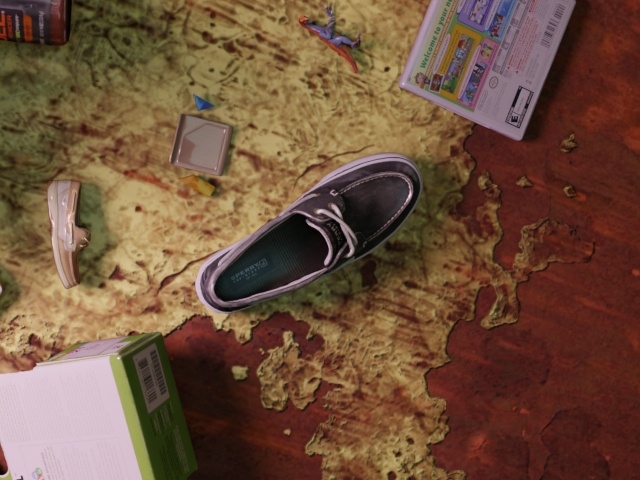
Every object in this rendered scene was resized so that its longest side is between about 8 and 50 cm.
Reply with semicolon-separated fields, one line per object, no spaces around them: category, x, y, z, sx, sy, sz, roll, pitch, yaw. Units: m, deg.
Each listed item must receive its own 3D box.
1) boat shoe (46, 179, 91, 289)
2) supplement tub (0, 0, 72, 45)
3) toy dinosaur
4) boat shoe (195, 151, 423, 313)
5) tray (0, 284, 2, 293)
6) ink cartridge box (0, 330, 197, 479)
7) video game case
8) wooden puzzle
boat shoe;-0.305;-0.008;1.056;0.045;0.050;0.135;-7;96;-8
supplement tub;-0.388;-0.283;0.985;0.198;0.106;0.106;2;94;-13
toy dinosaur;0.011;-0.265;1.120;0.082;0.047;0.090;5;104;4
boat shoe;0.000;0.000;1.097;0.335;0.119;0.121;-34;102;-9
tray;-0.525;0.105;1.022;0.145;0.030;0.270;45;84;-12
ink cartridge box;-0.304;0.227;1.063;0.255;0.097;0.189;-10;99;22
video game case;0.230;-0.271;1.181;0.193;0.023;0.212;22;90;-15
wooden puzzle;-0.153;-0.121;1.104;0.078;0.014;0.116;20;90;-19
